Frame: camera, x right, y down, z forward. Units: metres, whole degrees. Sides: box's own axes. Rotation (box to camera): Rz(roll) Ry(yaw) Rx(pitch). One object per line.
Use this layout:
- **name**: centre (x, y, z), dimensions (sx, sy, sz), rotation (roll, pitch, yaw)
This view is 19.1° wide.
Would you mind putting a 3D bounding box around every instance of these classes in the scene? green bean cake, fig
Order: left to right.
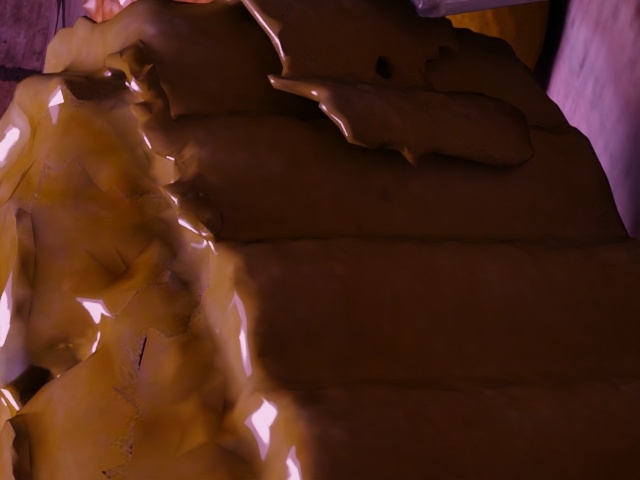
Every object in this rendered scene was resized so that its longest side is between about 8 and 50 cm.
- **green bean cake**: centre (-0.036, 0.103, 0.573), dimensions (0.310, 0.202, 0.285), rotation (-61, 40, 35)
- **fig**: centre (0.059, -0.093, 0.750), dimensions (0.074, 0.074, 0.088), rotation (154, 99, -74)

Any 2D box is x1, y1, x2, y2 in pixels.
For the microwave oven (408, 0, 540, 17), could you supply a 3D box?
- **microwave oven**: centre (0.058, -0.190, 0.568), dimensions (0.162, 0.122, 0.208), rotation (-114, 17, -66)

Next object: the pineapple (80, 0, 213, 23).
- **pineapple**: centre (0.000, 0.000, 0.807), dimensions (0.169, 0.169, 0.340), rotation (113, 147, -50)
